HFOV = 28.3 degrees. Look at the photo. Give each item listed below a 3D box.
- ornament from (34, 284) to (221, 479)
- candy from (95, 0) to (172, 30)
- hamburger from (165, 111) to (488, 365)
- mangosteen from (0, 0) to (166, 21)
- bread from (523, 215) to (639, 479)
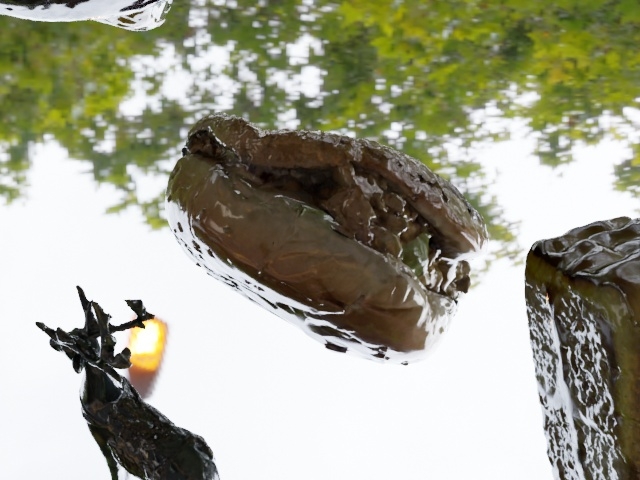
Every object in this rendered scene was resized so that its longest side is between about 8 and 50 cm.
[{"bbox_3d":[-0.060,0.063,0.434,0.073,0.028,0.125,36,-30,26],"label":"ornament"},{"bbox_3d":[-0.157,-0.312,1.108,0.118,0.260,0.260,11,-77,2],"label":"candy"},{"bbox_3d":[0.000,0.000,0.965,0.243,0.286,0.146,23,-96,23],"label":"hamburger"},{"bbox_3d":[-0.141,-0.194,0.619,0.235,0.235,0.261,56,-38,14],"label":"mangosteen"},{"bbox_3d":[0.202,0.101,0.797,0.181,0.096,0.222,-134,-149,-68],"label":"bread"}]
